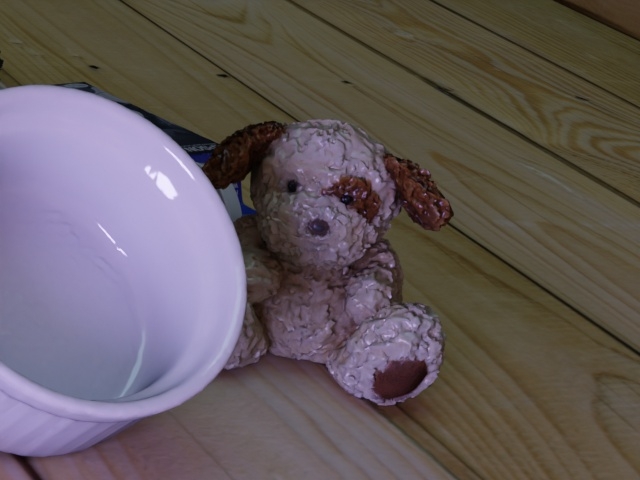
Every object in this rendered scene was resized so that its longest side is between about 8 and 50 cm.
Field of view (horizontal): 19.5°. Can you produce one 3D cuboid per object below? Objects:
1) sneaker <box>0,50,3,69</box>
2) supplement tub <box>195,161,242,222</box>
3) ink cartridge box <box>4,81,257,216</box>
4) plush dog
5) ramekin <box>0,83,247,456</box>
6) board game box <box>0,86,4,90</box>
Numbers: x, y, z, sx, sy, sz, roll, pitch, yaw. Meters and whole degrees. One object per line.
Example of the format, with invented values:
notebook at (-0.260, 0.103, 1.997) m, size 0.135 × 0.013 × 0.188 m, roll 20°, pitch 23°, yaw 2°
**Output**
sneaker at (-0.431, -0.188, 2.169) m, size 0.106 × 0.078 × 0.234 m, roll -37°, pitch 4°, yaw -12°
supplement tub at (-0.187, -0.010, 1.735) m, size 0.199 × 0.144 × 0.144 m, roll -4°, pitch 25°, yaw -39°
ink cartridge box at (-0.220, -0.098, 2.105) m, size 0.332 × 0.065 × 0.165 m, roll 26°, pitch 23°, yaw 33°
plush dog at (0.000, 0.000, 1.698) m, size 0.262 × 0.225 × 0.210 m, roll 12°, pitch 19°, yaw 1°
ramekin at (-0.208, 0.031, 1.437) m, size 0.277 × 0.135 × 0.277 m, roll 19°, pitch 54°, yaw -28°
board game box at (-0.367, -0.061, 1.652) m, size 0.097 × 0.224 × 0.303 m, roll -4°, pitch 24°, yaw -33°
